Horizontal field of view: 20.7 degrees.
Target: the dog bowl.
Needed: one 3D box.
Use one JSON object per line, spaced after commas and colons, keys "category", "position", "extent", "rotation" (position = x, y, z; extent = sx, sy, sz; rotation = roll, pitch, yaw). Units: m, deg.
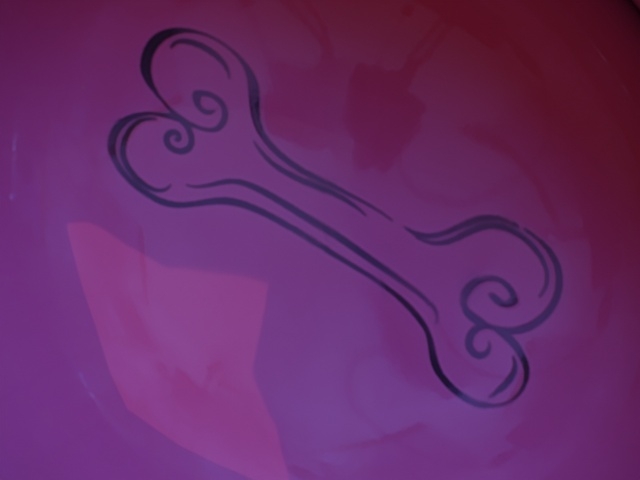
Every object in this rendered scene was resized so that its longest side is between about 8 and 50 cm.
{"category": "dog bowl", "position": [0.000, 0.000, 0.526], "extent": [0.408, 0.150, 0.408], "rotation": [11, 117, 22]}
